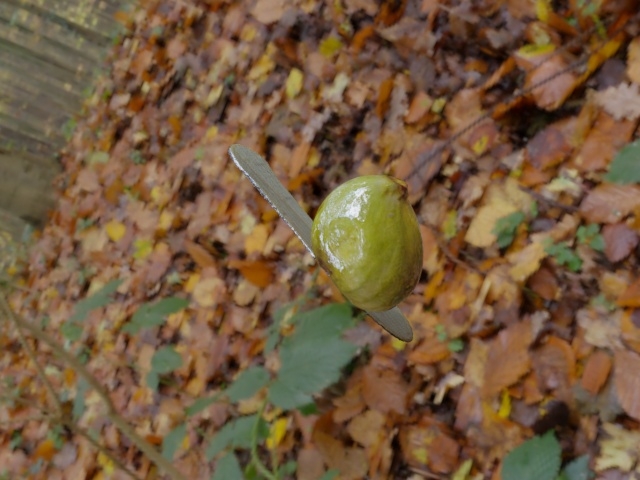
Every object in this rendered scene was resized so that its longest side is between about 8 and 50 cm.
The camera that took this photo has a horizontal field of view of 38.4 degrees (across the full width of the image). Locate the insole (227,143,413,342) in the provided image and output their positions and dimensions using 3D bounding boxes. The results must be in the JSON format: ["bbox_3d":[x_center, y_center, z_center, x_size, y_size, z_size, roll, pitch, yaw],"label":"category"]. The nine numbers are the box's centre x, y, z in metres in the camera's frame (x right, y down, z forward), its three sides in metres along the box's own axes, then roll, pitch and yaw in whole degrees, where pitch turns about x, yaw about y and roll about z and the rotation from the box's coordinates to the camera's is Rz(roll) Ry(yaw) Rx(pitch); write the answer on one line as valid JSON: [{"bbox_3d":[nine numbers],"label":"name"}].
[{"bbox_3d":[0.000,0.000,1.194,0.009,0.348,0.119,-45,-11,18],"label":"insole"}]

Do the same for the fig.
[{"bbox_3d":[0.053,0.004,1.024,0.136,0.120,0.153,-98,-10,-55],"label":"fig"}]
